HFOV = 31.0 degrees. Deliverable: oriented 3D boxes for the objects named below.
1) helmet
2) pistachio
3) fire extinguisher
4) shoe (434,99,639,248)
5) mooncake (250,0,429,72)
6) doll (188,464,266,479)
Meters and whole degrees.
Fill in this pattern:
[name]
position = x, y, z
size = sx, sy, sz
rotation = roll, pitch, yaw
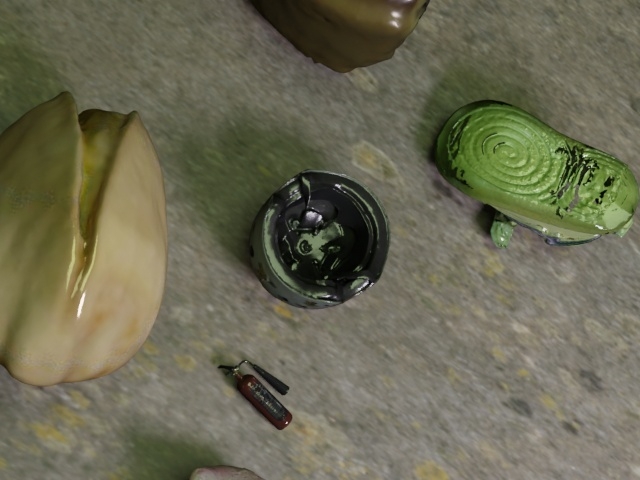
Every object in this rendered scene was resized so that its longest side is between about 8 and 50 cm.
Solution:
[helmet]
position = -0.013, 0.009, 1.335
size = 0.177, 0.107, 0.153
rotation = -31, 87, -43
[pistachio]
position = -0.262, -0.002, 1.170
size = 0.229, 0.238, 0.321
rotation = 19, 51, -22
[fire extinguisher]
position = -0.066, 0.166, 1.314
size = 0.046, 0.032, 0.100
rotation = -45, 102, -13
[shoe]
position = 0.264, -0.067, 1.445
size = 0.262, 0.128, 0.140
rotation = 21, 59, 15
[mooncake]
position = 0.078, -0.407, 1.396
size = 0.393, 0.246, 0.394
rotation = -7, 77, -16
[doll]
position = -0.106, 0.336, 1.226
size = 0.149, 0.095, 0.192
rotation = 14, 75, -11
